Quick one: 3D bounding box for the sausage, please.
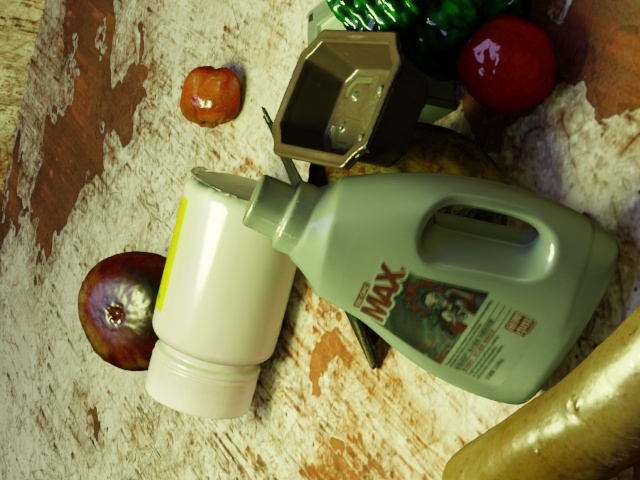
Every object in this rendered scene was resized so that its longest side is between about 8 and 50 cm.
[{"bbox_3d":[0.282,0.207,1.385,0.501,0.123,0.136,-50,42,44],"label":"sausage"}]

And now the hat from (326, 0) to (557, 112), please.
[{"bbox_3d":[0.187,-0.305,1.606,0.274,0.242,0.332,-44,77,23],"label":"hat"}]

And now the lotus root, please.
[{"bbox_3d":[0.113,-0.065,1.664,0.196,0.179,0.397,-50,29,-6],"label":"lotus root"}]

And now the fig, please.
[{"bbox_3d":[-0.349,0.133,2.430,0.235,0.214,0.235,-14,65,31],"label":"fig"}]

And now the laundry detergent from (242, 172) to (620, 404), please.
[{"bbox_3d":[0.111,0.017,1.443,0.124,0.398,0.264,-76,12,-55],"label":"laundry detergent"}]

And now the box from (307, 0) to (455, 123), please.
[{"bbox_3d":[0.078,-0.268,1.847,0.225,0.118,0.225,-27,61,56],"label":"box"}]

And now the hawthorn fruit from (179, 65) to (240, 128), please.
[{"bbox_3d":[-0.202,-0.268,2.341,0.128,0.128,0.128,-20,66,57],"label":"hawthorn fruit"}]

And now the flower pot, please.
[{"bbox_3d":[0.045,-0.167,1.582,0.251,0.084,0.178,18,86,59],"label":"flower pot"}]

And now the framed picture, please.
[{"bbox_3d":[0.000,0.000,1.814,0.338,0.014,0.255,69,176,-45],"label":"framed picture"}]

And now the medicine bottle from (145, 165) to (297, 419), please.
[{"bbox_3d":[-0.158,0.087,2.082,0.213,0.214,0.378,34,113,57],"label":"medicine bottle"}]
